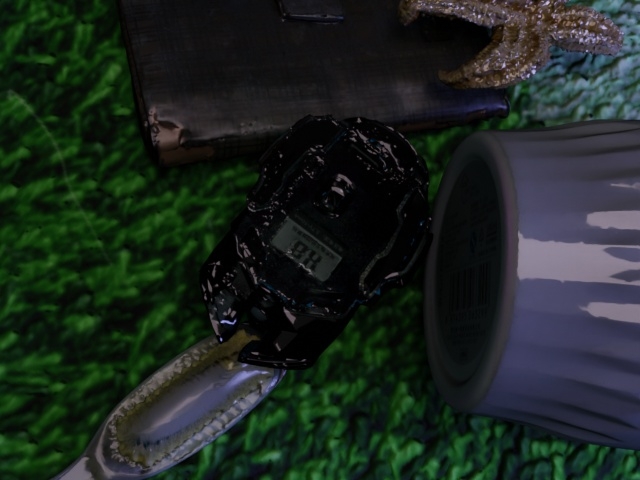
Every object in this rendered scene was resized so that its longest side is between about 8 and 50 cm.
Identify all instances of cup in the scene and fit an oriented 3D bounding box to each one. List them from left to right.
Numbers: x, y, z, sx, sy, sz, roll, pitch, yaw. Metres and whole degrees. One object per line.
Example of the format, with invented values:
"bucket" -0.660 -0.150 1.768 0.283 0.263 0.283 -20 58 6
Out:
"cup" 0.280 0.034 0.695 0.372 0.253 0.253 5 73 -10

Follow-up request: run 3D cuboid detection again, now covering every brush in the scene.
"brush" -0.140 0.151 0.668 0.297 0.060 0.068 -36 87 -20

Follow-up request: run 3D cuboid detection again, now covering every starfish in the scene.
"starfish" 0.176 -0.209 0.816 0.238 0.071 0.216 21 68 -26

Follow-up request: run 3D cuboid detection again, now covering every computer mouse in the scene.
"computer mouse" 0.000 0.000 0.728 0.146 0.077 0.241 38 60 3

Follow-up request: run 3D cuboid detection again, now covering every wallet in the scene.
"wallet" -0.003 -0.159 0.795 0.317 0.044 0.169 -10 75 -17
